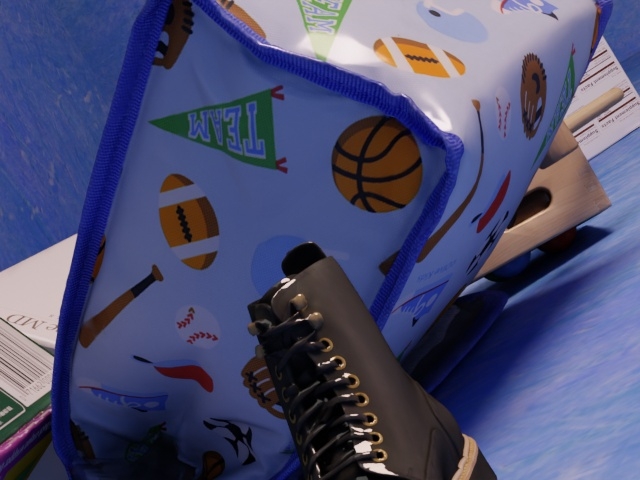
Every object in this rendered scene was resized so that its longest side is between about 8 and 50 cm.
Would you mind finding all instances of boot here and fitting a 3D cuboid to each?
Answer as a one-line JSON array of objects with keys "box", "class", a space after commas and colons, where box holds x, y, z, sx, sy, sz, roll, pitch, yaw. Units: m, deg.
[{"box": [0.003, 0.080, 0.541, 0.077, 0.137, 0.198, -32, 3, 11], "class": "boot"}]

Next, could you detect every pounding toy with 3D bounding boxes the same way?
[{"box": [0.177, -0.038, 1.069, 0.181, 0.094, 0.206, -28, -5, -1], "class": "pounding toy"}]

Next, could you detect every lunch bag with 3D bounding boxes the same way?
[{"box": [0.000, 0.000, 0.896, 0.328, 0.239, 0.385, -40, -21, -56], "class": "lunch bag"}]

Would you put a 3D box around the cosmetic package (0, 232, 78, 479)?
[{"box": [-0.134, 0.082, 1.144, 0.196, 0.155, 0.365, 12, 22, 23], "class": "cosmetic package"}]

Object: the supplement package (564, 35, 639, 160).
[{"box": [0.268, -0.186, 1.709, 0.149, 0.203, 0.194, -32, 3, -16], "class": "supplement package"}]

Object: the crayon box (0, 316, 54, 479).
[{"box": [-0.303, 0.217, 0.794, 0.313, 0.106, 0.363, -55, -1, 8], "class": "crayon box"}]
